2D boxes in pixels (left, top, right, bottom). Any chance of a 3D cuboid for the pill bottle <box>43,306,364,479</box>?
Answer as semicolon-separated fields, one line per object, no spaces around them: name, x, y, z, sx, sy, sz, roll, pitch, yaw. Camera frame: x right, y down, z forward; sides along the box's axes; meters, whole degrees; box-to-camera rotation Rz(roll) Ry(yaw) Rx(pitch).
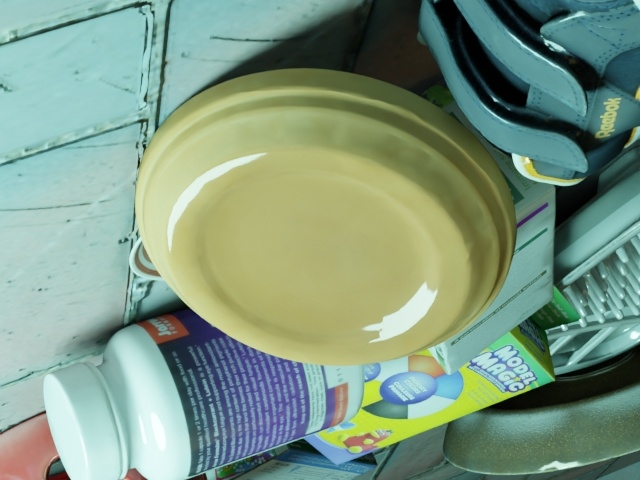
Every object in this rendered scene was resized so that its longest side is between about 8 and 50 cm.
pill bottle;-0.078;0.097;1.079;0.193;0.108;0.108;-17;160;-23

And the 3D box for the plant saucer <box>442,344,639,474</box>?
plant saucer;0.256;0.131;1.519;0.311;0.050;0.310;-18;-170;3

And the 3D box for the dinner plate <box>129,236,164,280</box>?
dinner plate;-0.047;-0.017;0.952;0.141;0.017;0.141;-21;161;-8

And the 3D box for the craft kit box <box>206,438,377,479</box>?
craft kit box;-0.098;0.235;1.516;0.247;0.061;0.250;-31;161;11

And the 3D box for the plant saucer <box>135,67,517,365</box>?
plant saucer;0.000;0.000;0.840;0.200;0.037;0.200;6;134;6

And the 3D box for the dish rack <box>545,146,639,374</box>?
dish rack;0.247;0.012;1.316;0.285;0.072;0.333;-7;154;-41

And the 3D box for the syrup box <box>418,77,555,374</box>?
syrup box;0.082;-0.003;1.004;0.096;0.093;0.237;-36;162;-5

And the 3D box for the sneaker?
sneaker;0.110;-0.099;0.754;0.127;0.126;0.321;-35;161;11

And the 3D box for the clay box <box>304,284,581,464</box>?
clay box;0.071;0.083;1.200;0.222;0.053;0.127;-24;136;23

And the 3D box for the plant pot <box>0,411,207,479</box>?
plant pot;-0.167;0.227;1.225;0.191;0.174;0.191;-20;161;-7
